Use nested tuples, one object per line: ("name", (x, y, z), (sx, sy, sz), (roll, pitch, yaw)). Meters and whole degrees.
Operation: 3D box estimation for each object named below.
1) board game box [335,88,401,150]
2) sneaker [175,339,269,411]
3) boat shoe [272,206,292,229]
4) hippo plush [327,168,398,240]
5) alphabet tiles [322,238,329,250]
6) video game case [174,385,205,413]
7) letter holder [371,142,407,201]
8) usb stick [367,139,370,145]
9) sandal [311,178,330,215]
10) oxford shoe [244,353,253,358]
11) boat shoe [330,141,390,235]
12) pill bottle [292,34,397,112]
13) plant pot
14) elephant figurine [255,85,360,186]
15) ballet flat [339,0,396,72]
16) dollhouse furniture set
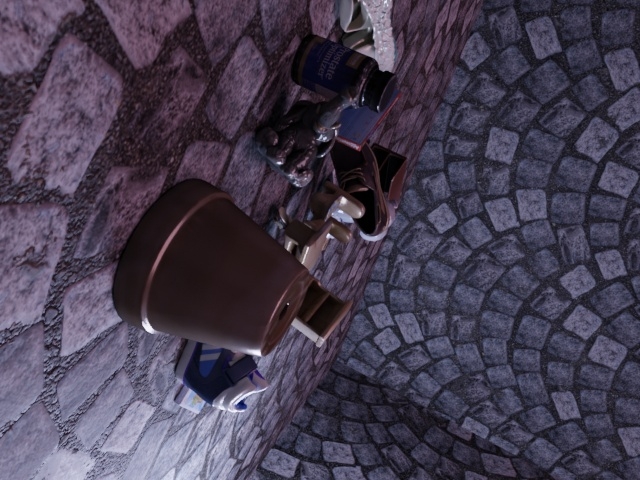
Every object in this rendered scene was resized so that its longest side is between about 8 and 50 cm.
("board game box", (0.114, -0.378, 1.764), (0.281, 0.145, 0.027), (-54, 165, -34))
("sneaker", (-0.211, 0.275, 1.536), (0.322, 0.236, 0.130), (-66, 167, 8))
("boat shoe", (-0.113, -0.060, 1.711), (0.137, 0.043, 0.049), (49, 32, -76))
("hippo plush", (0.142, -0.124, 2.060), (0.294, 0.237, 0.234), (100, 7, -56))
("alphabet tiles", (0.000, 0.000, 2.334), (0.198, 0.009, 0.237), (-68, 166, 15))
("video game case", (-0.336, 0.402, 1.760), (0.193, 0.023, 0.212), (-60, 166, -18))
("letter holder", (0.232, -0.216, 2.519), (0.214, 0.152, 0.302), (-57, 165, -21))
("usb stick", (0.137, -0.271, 2.271), (0.077, 0.045, 0.278), (-54, 164, -37))
("sandal", (-0.006, -0.126, 2.030), (0.067, 0.040, 0.179), (90, 14, -73))
("oxford shoe", (-0.235, 0.329, 1.888), (0.096, 0.083, 0.227), (114, -2, -63))
("boat shoe", (0.119, -0.177, 1.830), (0.132, 0.355, 0.130), (-22, -172, 15))
("pill bottle", (0.057, -0.376, 1.383), (0.122, 0.219, 0.122), (-58, 165, -25))
("plant pot", (-0.185, 0.080, 1.184), (0.323, 0.280, 0.323), (-59, 167, -22))
("elephant figurine", (-0.020, -0.251, 1.391), (0.239, 0.186, 0.169), (-47, 144, -3))
("ballet flat", (0.109, -0.553, 1.530), (0.147, 0.147, 0.409), (-60, 163, -16))
("dollhouse furniture set", (-0.017, 0.105, 1.786), (0.362, 0.256, 0.394), (-49, 169, -35))
